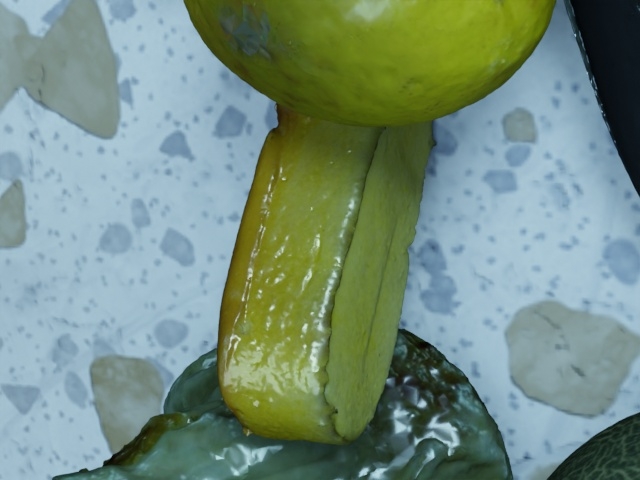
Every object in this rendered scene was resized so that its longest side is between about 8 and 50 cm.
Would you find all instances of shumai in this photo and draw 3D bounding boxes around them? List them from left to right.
[{"bbox_3d":[-0.022,0.173,0.790,0.272,0.203,0.222,-19,97,24],"label":"shumai"}]

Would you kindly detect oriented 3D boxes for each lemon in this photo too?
[{"bbox_3d":[0.023,-0.141,0.640,0.207,0.170,0.170,9,109,47],"label":"lemon"}]

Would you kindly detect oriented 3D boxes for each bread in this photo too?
[{"bbox_3d":[0.000,0.000,0.737,0.094,0.102,0.245,6,73,21],"label":"bread"}]

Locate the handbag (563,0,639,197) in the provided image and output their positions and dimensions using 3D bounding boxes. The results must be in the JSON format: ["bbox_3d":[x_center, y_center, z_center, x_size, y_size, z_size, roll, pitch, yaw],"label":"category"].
[{"bbox_3d":[0.266,-0.124,0.590,0.342,0.152,0.288,8,116,44],"label":"handbag"}]

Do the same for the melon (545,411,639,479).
[{"bbox_3d":[0.203,0.232,0.680,0.237,0.237,0.301,30,115,14],"label":"melon"}]
